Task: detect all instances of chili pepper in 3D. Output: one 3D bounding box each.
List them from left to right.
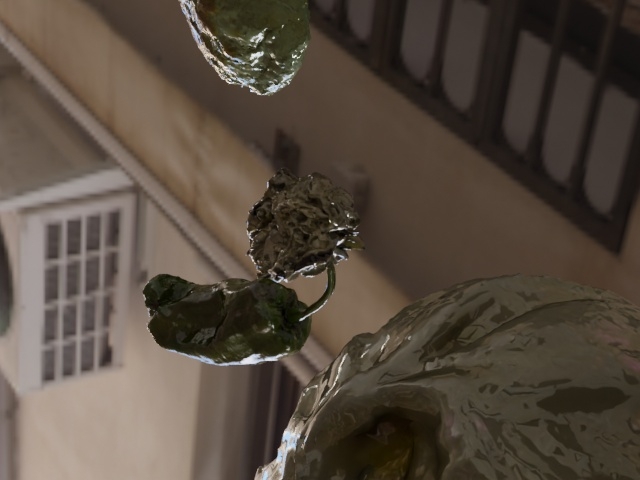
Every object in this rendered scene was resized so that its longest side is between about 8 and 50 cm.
[{"bbox_3d":[-0.057,0.063,1.106,0.204,0.073,0.072,1,-125,45],"label":"chili pepper"}]

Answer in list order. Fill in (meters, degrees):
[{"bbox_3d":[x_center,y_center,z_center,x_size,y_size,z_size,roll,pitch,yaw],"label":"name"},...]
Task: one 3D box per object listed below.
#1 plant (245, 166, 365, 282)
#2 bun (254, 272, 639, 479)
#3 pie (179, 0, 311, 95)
[{"bbox_3d":[0.000,0.000,1.186,0.122,0.104,0.116,16,-172,-34],"label":"plant"},{"bbox_3d":[0.069,0.191,0.802,0.219,0.365,0.365,22,-156,-29],"label":"bun"},{"bbox_3d":[-0.084,-0.244,1.255,0.090,0.248,0.201,-22,-168,-23],"label":"pie"}]
